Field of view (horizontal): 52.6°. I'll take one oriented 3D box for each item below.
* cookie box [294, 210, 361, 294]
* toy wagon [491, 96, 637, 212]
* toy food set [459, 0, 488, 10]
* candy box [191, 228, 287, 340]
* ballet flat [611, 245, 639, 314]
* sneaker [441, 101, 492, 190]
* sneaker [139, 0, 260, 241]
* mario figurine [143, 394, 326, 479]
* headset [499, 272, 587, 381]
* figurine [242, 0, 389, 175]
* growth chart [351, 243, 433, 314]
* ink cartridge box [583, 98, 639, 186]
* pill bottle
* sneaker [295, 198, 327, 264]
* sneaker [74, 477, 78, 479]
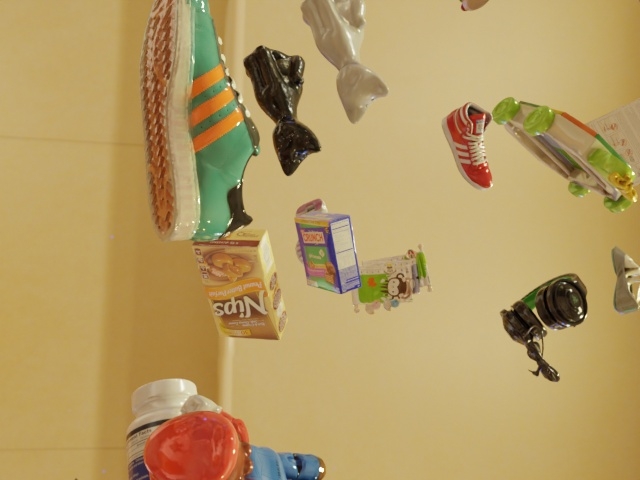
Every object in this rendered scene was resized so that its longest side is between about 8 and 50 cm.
[{"bbox_3d":[0.010,0.016,0.932,0.092,0.040,0.107,9,-67,56],"label":"cookie box"},{"bbox_3d":[0.471,-0.154,1.193,0.068,0.267,0.344,-52,-157,7],"label":"toy wagon"},{"bbox_3d":[0.292,-0.464,1.202,0.020,0.083,0.082,52,-35,29],"label":"toy food set"},{"bbox_3d":[-0.208,0.120,1.725,0.087,0.183,0.316,-67,153,-52],"label":"candy box"},{"bbox_3d":[0.784,0.097,1.648,0.068,0.072,0.213,-17,-141,37],"label":"ballet flat"},{"bbox_3d":[0.211,-0.129,0.874,0.118,0.042,0.067,64,-27,6],"label":"sneaker"},{"bbox_3d":[-0.137,-0.150,0.763,0.108,0.121,0.302,5,-84,53],"label":"sneaker"},{"bbox_3d":[-0.133,0.350,0.955,0.198,0.320,0.170,19,-103,51],"label":"mario figurine"},{"bbox_3d":[0.622,0.228,1.782,0.243,0.185,0.394,-37,179,32],"label":"headset"},{"bbox_3d":[-0.004,-0.228,0.946,0.215,0.092,0.209,-35,-124,31],"label":"figurine"},{"bbox_3d":[0.192,0.110,1.792,0.021,0.237,0.172,80,-4,-62],"label":"growth chart"},{"bbox_3d":[0.724,-0.223,1.479,0.056,0.225,0.181,77,-12,-80],"label":"ink cartridge box"},{"bbox_3d":[-0.277,0.402,1.195,0.153,0.153,0.264,105,-25,-53],"label":"pill bottle"},{"bbox_3d":[0.000,0.000,1.570,0.104,0.095,0.236,59,16,-33],"label":"sneaker"},{"bbox_3d":[-0.332,0.318,0.801,0.038,0.069,0.098,44,-20,28],"label":"sneaker"}]
